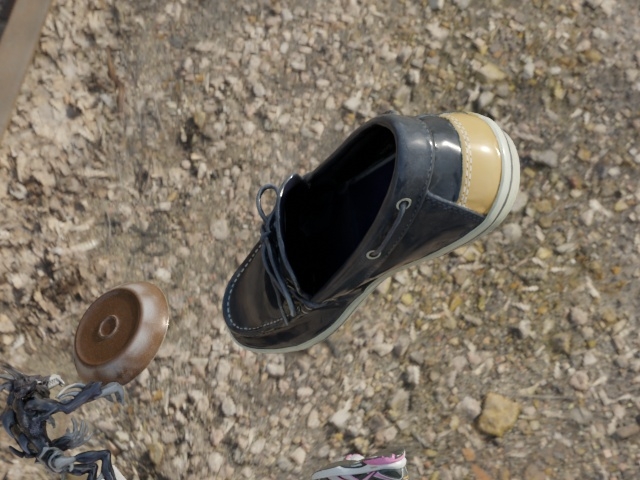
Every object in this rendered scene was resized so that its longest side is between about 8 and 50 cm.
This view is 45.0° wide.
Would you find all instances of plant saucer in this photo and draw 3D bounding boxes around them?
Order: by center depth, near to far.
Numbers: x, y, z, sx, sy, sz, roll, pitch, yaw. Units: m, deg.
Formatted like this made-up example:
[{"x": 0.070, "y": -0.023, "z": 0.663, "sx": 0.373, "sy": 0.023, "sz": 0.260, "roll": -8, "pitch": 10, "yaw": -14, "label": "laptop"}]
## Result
[{"x": -0.342, "y": 0.149, "z": 1.280, "sx": 0.199, "sy": 0.036, "sz": 0.198, "roll": -16, "pitch": 54, "yaw": 24, "label": "plant saucer"}]

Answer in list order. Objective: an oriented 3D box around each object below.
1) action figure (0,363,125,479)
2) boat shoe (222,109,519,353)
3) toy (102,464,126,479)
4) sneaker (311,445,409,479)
[{"x": -0.352, "y": 0.272, "z": 1.084, "sx": 0.275, "sy": 0.164, "sz": 0.141, "roll": 54, "pitch": 39, "yaw": 5, "label": "action figure"}, {"x": 0.000, "y": 0.000, "z": 0.896, "sx": 0.156, "sy": 0.500, "sz": 0.186, "roll": 9, "pitch": 63, "yaw": -34, "label": "boat shoe"}, {"x": -0.354, "y": 0.502, "z": 1.325, "sx": 0.056, "sy": 0.237, "sz": 0.137, "roll": 11, "pitch": 48, "yaw": 38, "label": "toy"}, {"x": 0.062, "y": 0.377, "z": 1.203, "sx": 0.072, "sy": 0.178, "sz": 0.077, "roll": -9, "pitch": 79, "yaw": -48, "label": "sneaker"}]
